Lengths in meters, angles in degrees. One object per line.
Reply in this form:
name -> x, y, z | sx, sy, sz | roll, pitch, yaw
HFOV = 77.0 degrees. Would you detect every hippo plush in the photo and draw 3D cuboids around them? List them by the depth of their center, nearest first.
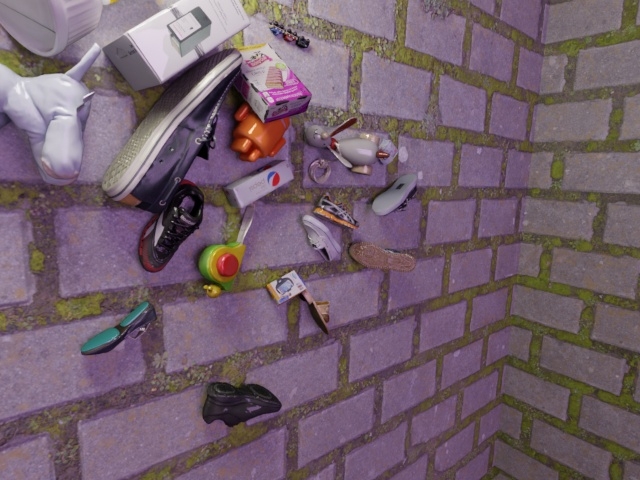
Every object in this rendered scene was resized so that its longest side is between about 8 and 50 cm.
hippo plush -> -0.599, -0.248, 0.796 | 0.236, 0.294, 0.234 | 10, 71, -33

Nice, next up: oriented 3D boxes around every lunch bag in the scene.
lunch bag -> 0.269, -0.357, 1.640 | 0.083, 0.053, 0.071 | -53, 126, -8

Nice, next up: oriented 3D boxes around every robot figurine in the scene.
robot figurine -> -0.178, -0.339, 1.214 | 0.158, 0.128, 0.219 | 35, 73, -6

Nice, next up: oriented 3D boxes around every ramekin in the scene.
ramekin -> -0.555, -0.516, 0.782 | 0.127, 0.273, 0.273 | -49, 127, -38

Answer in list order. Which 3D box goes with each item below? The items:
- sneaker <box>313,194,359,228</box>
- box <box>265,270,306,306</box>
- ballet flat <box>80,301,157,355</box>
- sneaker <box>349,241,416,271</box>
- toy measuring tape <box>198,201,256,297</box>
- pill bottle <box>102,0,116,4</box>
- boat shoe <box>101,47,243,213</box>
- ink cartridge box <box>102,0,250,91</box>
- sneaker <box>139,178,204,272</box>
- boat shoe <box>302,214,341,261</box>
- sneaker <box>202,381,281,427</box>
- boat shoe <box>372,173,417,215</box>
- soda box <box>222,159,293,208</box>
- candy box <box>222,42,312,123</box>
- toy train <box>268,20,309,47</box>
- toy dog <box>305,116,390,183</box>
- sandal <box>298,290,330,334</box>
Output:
sneaker -> 0.073, -0.099, 1.507 | 0.215, 0.084, 0.083 | 24, 78, -40
box -> -0.114, 0.162, 1.406 | 0.136, 0.028, 0.081 | -28, 75, -32
ballet flat -> -0.528, 0.251, 1.076 | 0.203, 0.074, 0.074 | -40, 122, -30
sneaker -> 0.241, 0.068, 1.685 | 0.282, 0.153, 0.099 | 14, 92, -11
toy measuring tape -> -0.286, 0.010, 1.211 | 0.121, 0.121, 0.330 | 27, 72, -40
pill bottle -> -0.478, -0.612, 0.911 | 0.208, 0.119, 0.119 | -43, 123, -26
boat shoe -> -0.353, -0.287, 1.049 | 0.156, 0.187, 0.500 | 41, 77, -43
ink cartridge box -> -0.351, -0.497, 0.983 | 0.289, 0.211, 0.121 | -47, 126, -22
sneaker -> -0.396, -0.036, 1.086 | 0.097, 0.135, 0.276 | 32, 79, -41
boat shoe -> 0.000, 0.000, 1.461 | 0.226, 0.083, 0.076 | 45, 68, -37
sneaker -> -0.264, 0.557, 1.350 | 0.286, 0.109, 0.130 | 20, 92, -32
boat shoe -> 0.319, -0.167, 1.684 | 0.306, 0.113, 0.105 | -48, 133, -42
soda box -> -0.193, -0.181, 1.268 | 0.216, 0.074, 0.069 | -36, 120, -29
candy box -> -0.157, -0.458, 1.157 | 0.159, 0.071, 0.233 | -29, 73, -34
toy train -> -0.100, -0.655, 1.286 | 0.158, 0.027, 0.036 | 7, 105, -41
toy dog -> 0.118, -0.327, 1.445 | 0.334, 0.161, 0.220 | -18, 109, -37
sandal -> 0.000, 0.247, 1.508 | 0.079, 0.088, 0.240 | -40, 117, -20
